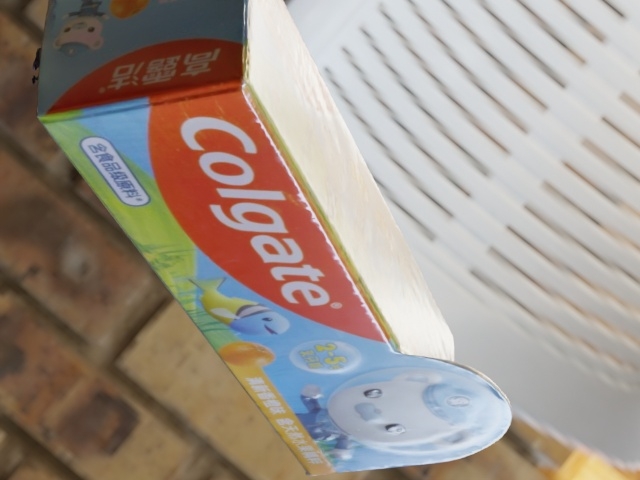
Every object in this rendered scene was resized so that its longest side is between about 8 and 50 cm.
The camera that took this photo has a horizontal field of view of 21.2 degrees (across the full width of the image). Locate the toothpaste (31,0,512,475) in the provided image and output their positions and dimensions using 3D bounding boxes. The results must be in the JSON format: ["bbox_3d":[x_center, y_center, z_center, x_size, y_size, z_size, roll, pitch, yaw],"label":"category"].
[{"bbox_3d":[0.000,0.000,0.438,0.070,0.044,0.193,-8,147,15],"label":"toothpaste"}]
